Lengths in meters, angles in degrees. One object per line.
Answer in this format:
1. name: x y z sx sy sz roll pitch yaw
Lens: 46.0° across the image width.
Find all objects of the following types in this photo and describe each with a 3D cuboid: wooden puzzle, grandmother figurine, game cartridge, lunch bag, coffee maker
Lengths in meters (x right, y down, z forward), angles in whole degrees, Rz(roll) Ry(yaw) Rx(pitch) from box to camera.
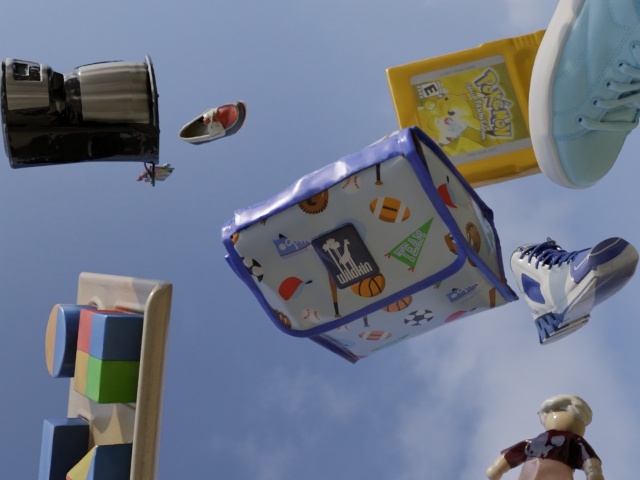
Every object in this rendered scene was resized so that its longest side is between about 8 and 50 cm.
1. wooden puzzle: -0.299 -0.122 1.373 0.049 0.083 0.006 2 -111 -37
2. grandmother figurine: 0.379 0.389 1.267 0.342 0.207 0.104 -49 -53 -43
3. game cartridge: 0.308 -0.242 1.433 0.053 0.323 0.286 60 -163 -67
4. lunch bag: 0.081 0.013 1.158 0.385 0.327 0.239 41 -149 -49
5. coffee maker: -0.288 -0.136 0.912 0.178 0.120 0.171 -5 -68 -16
6. wooden puzzle: -0.271 0.202 0.896 0.080 0.347 0.322 5 -93 -30

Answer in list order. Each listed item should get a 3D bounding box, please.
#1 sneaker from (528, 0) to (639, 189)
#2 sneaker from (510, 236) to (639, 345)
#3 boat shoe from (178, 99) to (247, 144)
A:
1. sneaker: 0.322 -0.201 0.768 0.135 0.150 0.366 -8 -57 -21
2. sneaker: 0.441 0.062 1.411 0.127 0.316 0.182 -21 -115 -16
3. boat shoe: -0.165 -0.180 1.163 0.043 0.137 0.049 -3 -99 -45
